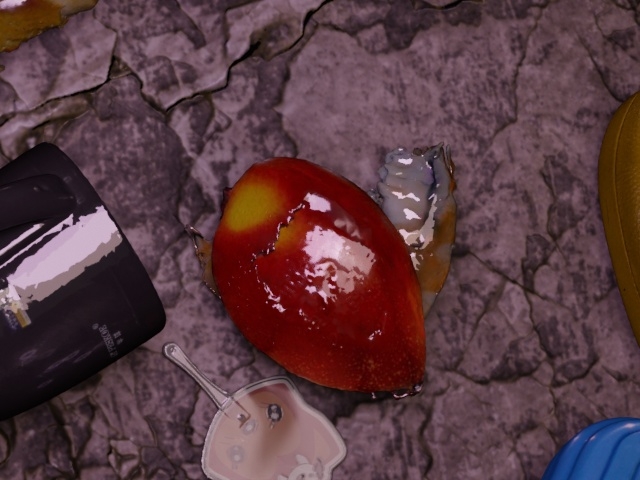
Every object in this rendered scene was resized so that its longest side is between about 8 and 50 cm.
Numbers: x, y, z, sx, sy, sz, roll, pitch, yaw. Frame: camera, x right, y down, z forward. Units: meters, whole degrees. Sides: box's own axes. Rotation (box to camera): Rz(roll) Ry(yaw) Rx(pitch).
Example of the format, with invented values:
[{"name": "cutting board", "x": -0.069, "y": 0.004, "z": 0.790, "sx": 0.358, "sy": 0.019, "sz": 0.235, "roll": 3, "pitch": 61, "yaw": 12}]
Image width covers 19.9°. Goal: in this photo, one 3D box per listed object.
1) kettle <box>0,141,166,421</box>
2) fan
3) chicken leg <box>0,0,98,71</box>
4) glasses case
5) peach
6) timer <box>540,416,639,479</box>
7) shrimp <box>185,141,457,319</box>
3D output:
[{"name": "kettle", "x": -0.315, "y": 0.053, "z": 1.623, "sx": 0.290, "sy": 0.268, "sz": 0.207, "roll": -32, "pitch": 62, "yaw": -14}, {"name": "fan", "x": -0.076, "y": 0.179, "z": 1.806, "sx": 0.220, "sy": 0.009, "sz": 0.132, "roll": 46, "pitch": 70, "yaw": -6}, {"name": "chicken leg", "x": -0.334, "y": -0.228, "z": 1.733, "sx": 0.201, "sy": 0.153, "sz": 0.429, "roll": 34, "pitch": 79, "yaw": 3}, {"name": "glasses case", "x": 0.405, "y": 0.006, "z": 1.923, "sx": 0.173, "sy": 0.141, "sz": 0.371, "roll": -12, "pitch": 85, "yaw": -19}, {"name": "peach", "x": 0.008, "y": 0.043, "z": 1.776, "sx": 0.189, "sy": 0.068, "sz": 0.279, "roll": -43, "pitch": 89, "yaw": -7}, {"name": "timer", "x": 0.358, "y": 0.347, "z": 1.814, "sx": 0.340, "sy": 0.115, "sz": 0.309, "roll": 32, "pitch": 52, "yaw": 0}, {"name": "shrimp", "x": 0.025, "y": 0.023, "z": 1.847, "sx": 0.287, "sy": 0.068, "sz": 0.185, "roll": -20, "pitch": 84, "yaw": -10}]
